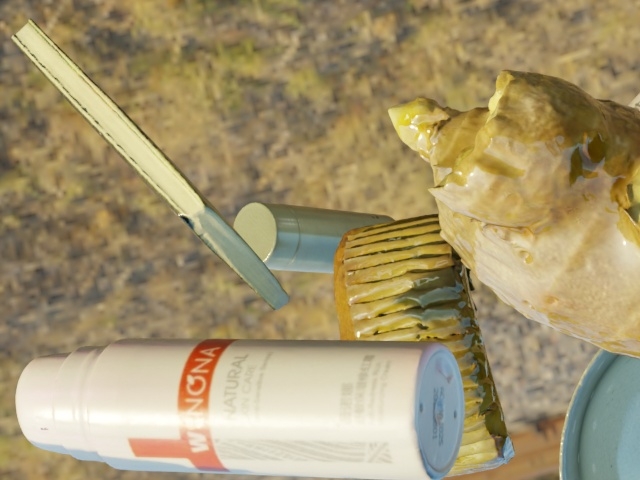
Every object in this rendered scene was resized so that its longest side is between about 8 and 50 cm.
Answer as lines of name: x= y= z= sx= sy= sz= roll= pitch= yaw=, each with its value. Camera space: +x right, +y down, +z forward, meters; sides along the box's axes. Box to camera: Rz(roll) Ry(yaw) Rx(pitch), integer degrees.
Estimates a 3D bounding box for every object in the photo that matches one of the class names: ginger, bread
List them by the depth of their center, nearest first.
ginger: x=0.123 y=-0.009 z=0.696 sx=0.216 sy=0.102 sz=0.157 roll=24 pitch=172 yaw=14
bread: x=0.096 y=0.104 z=1.539 sx=0.142 sy=0.253 sz=0.227 roll=-15 pitch=174 yaw=11

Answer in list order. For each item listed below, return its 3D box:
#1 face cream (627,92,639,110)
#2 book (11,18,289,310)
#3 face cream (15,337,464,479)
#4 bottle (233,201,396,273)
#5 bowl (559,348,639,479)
face cream: x=0.315 y=-0.089 z=1.508 sx=0.311 sy=0.092 sz=0.092 roll=-45 pitch=167 yaw=-2
book: x=-0.120 y=-0.053 z=1.150 sx=0.024 sy=0.228 sz=0.160 roll=-44 pitch=148 yaw=-3
face cream: x=-0.072 y=0.120 z=1.170 sx=0.345 sy=0.102 sz=0.102 roll=-2 pitch=174 yaw=25
bottle: x=0.000 y=0.000 z=1.735 sx=0.072 sy=0.072 sz=0.201 roll=-25 pitch=159 yaw=40
bowl: x=0.354 y=0.195 z=1.490 sx=0.313 sy=0.313 sz=0.146 roll=-13 pitch=-177 yaw=-6
